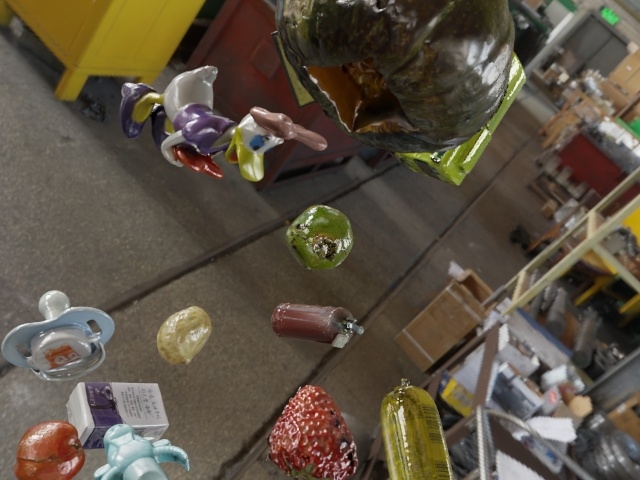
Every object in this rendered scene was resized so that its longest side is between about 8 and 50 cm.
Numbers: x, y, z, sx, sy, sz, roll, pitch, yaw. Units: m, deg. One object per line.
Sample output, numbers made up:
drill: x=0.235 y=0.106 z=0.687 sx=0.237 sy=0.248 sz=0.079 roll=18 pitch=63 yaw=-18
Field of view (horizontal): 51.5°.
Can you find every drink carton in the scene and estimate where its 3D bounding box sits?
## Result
drink carton: x=-0.512 y=0.442 z=1.682 sx=0.222 sy=0.102 sz=0.134 roll=10 pitch=35 yaw=-38

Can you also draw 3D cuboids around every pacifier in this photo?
pacifier: x=-0.742 y=0.248 z=1.885 sx=0.299 sy=0.244 sz=0.233 roll=-18 pitch=56 yaw=-11

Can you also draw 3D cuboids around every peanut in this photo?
peanut: x=-0.350 y=0.243 z=1.708 sx=0.109 sy=0.159 sz=0.140 roll=35 pitch=-4 yaw=11

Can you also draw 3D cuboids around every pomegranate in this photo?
pomegranate: x=0.000 y=0.000 z=1.541 sx=0.159 sy=0.159 sz=0.205 roll=34 pitch=6 yaw=-13

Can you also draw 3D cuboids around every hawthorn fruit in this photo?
hawthorn fruit: x=-0.480 y=0.379 z=1.178 sx=0.128 sy=0.128 sz=0.128 roll=31 pitch=28 yaw=-19

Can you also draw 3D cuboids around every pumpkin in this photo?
pumpkin: x=0.095 y=-0.244 z=0.840 sx=0.320 sy=0.320 sz=0.192 roll=35 pitch=70 yaw=-12

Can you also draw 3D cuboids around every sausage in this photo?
sausage: x=0.192 y=0.434 z=1.304 sx=0.123 sy=0.123 sz=0.347 roll=22 pitch=45 yaw=-33

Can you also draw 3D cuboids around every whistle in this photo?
whistle: x=-0.381 y=0.476 z=1.380 sx=0.186 sy=0.093 sz=0.274 roll=-19 pitch=30 yaw=-33

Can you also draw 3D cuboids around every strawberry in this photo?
strawberry: x=0.013 y=0.540 z=1.820 sx=0.253 sy=0.150 sz=0.280 roll=44 pitch=38 yaw=-7

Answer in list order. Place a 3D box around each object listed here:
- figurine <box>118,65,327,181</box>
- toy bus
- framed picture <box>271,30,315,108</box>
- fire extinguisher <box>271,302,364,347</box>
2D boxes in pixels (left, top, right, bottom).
figurine: x=-0.195 y=-0.213 z=1.219 sx=0.420 sy=0.193 sz=0.154 roll=28 pitch=7 yaw=32
toy bus: x=0.256 y=-0.236 z=1.236 sx=0.150 sy=0.262 sz=0.128 roll=33 pitch=3 yaw=30
framed picture: x=0.070 y=-0.465 z=1.604 sx=0.255 sy=0.338 sz=0.014 roll=68 pitch=0 yaw=-58
fire extinguisher: x=-0.004 y=0.206 z=1.624 sx=0.104 sy=0.269 sz=0.105 roll=0 pitch=90 yaw=-45
